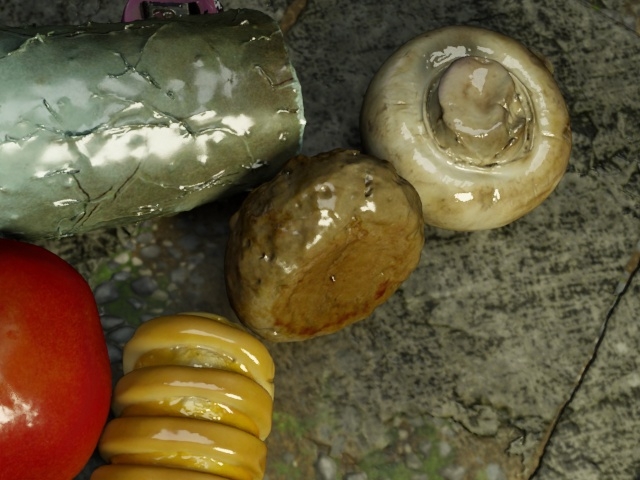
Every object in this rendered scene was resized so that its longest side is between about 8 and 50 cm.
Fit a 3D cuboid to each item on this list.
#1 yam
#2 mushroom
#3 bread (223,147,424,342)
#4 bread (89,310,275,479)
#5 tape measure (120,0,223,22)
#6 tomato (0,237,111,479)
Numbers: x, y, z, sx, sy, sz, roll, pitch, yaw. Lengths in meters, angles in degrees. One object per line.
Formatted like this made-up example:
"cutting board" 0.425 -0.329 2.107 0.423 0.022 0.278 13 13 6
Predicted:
"yam" -0.207 -0.128 1.354 0.348 0.241 0.241 -8 71 -16
"mushroom" 0.165 -0.133 1.466 0.254 0.184 0.255 -1 66 3
"bread" 0.000 0.000 1.367 0.230 0.230 0.123 -24 54 -18
"bread" -0.137 0.213 1.305 0.172 0.121 0.311 9 67 -6
"tape measure" -0.165 -0.238 1.499 0.125 0.074 0.118 -9 70 -16
"tomato" -0.340 0.117 1.249 0.298 0.226 0.299 4 65 -8
